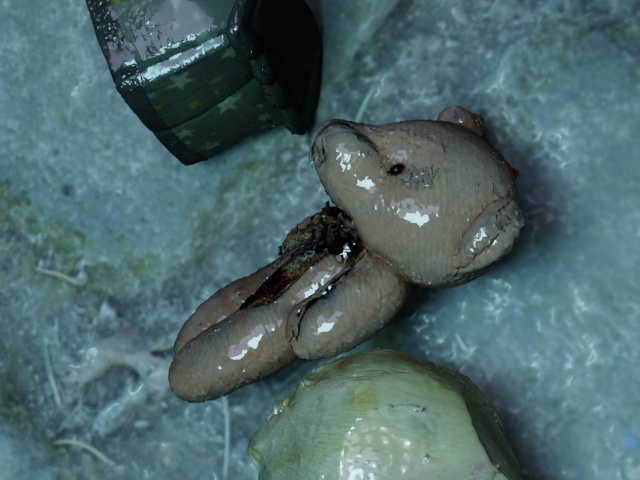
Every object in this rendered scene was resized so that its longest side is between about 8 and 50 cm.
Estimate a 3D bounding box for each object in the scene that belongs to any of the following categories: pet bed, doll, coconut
[{"bbox_3d":[-0.082,-0.182,1.424,0.159,0.211,0.183,-22,67,7],"label":"pet bed"},{"bbox_3d":[0.000,0.000,1.339,0.303,0.156,0.201,-29,25,7],"label":"doll"},{"bbox_3d":[0.042,0.166,1.274,0.194,0.194,0.194,-7,73,23],"label":"coconut"}]
